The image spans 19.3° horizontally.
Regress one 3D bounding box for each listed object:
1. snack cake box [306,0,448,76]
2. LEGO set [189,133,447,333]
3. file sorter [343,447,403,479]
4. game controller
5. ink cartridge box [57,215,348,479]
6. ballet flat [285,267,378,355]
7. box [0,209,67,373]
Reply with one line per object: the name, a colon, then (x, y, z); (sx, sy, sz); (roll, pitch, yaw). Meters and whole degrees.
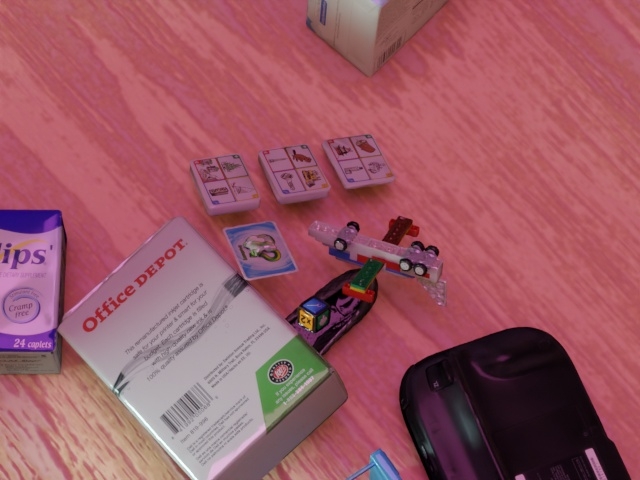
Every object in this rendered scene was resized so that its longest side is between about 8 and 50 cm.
snack cake box: (0.107, -0.296, 1.780); (0.089, 0.152, 0.264); (41, 73, 13)
LEGO set: (0.000, 0.000, 1.682); (0.182, 0.060, 0.244); (-10, 39, -16)
file sorter: (0.057, 0.284, 1.580); (0.104, 0.118, 0.170); (-33, 74, -9)
game controller: (0.193, 0.229, 1.642); (0.166, 0.067, 0.319); (-15, 70, -23)
ink cartridge box: (-0.103, 0.104, 1.631); (0.153, 0.087, 0.208); (-42, 67, -6)
ballet flat: (-0.016, 0.085, 1.685); (0.057, 0.049, 0.173); (41, 75, 10)
box: (-0.293, 0.046, 1.680); (0.126, 0.072, 0.137); (0, 69, -3)
